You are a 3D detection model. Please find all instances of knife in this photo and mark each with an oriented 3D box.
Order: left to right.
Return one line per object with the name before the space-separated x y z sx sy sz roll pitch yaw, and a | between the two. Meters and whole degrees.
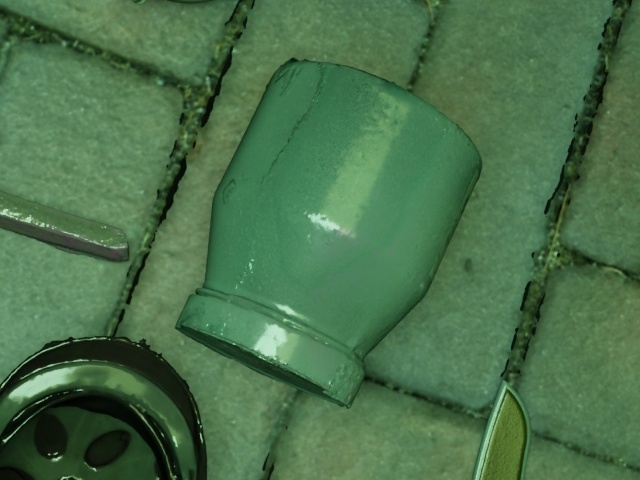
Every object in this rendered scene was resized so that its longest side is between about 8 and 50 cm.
knife | 0.190 0.328 1.186 0.061 0.027 0.342 12 81 -6

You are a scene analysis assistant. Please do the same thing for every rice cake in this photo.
rice cake | -0.298 -0.021 1.116 0.207 0.047 0.036 19 74 -10

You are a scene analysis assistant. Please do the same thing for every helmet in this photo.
helmet | -0.240 0.247 1.032 0.225 0.177 0.305 20 73 -15

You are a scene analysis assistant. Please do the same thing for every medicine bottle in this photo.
medicine bottle | 0.000 0.000 1.074 0.245 0.245 0.289 28 78 -7

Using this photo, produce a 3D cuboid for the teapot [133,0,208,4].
teapot | -0.089 -0.368 1.148 0.318 0.149 0.219 -11 87 -12
